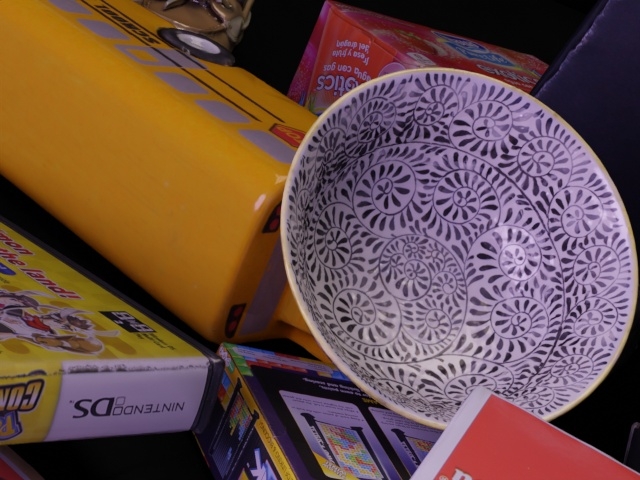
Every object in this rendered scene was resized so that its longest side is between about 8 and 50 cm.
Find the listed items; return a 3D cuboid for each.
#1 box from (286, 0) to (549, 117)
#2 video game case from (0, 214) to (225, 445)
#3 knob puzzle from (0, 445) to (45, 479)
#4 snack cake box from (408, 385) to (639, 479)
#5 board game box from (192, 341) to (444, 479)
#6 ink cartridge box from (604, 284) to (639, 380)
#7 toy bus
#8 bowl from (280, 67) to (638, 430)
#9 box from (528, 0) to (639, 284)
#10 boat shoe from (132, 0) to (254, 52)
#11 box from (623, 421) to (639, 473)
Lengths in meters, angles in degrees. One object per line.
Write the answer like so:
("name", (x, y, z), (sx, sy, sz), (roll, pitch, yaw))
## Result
("box", (0.102, -0.088, 1.095), (0.257, 0.128, 0.122), (5, 26, -43))
("video game case", (-0.214, 0.009, 0.530), (0.248, 0.035, 0.275), (3, 18, -47))
("knob puzzle", (-0.156, 0.087, 0.459), (0.213, 0.030, 0.213), (22, 18, -8))
("snack cake box", (0.119, 0.173, 0.410), (0.264, 0.089, 0.152), (29, 40, 13))
("board game box", (0.042, 0.113, 0.605), (0.170, 0.048, 0.141), (14, 23, -28))
("ink cartridge box", (0.152, 0.038, 0.912), (0.115, 0.067, 0.198), (32, 20, 19))
("toy bus", (-0.072, -0.040, 0.781), (0.333, 0.108, 0.130), (36, 22, 30))
("bowl", (0.051, 0.014, 0.639), (0.170, 0.170, 0.080), (20, -25, -12))
("box", (0.451, -0.116, 0.875), (0.472, 0.297, 0.480), (40, 61, 3))
("boat shoe", (-0.111, -0.212, 1.227), (0.105, 0.089, 0.285), (23, 19, -5))
("box", (0.305, 0.158, 0.645), (0.216, 0.060, 0.270), (15, -1, -27))
